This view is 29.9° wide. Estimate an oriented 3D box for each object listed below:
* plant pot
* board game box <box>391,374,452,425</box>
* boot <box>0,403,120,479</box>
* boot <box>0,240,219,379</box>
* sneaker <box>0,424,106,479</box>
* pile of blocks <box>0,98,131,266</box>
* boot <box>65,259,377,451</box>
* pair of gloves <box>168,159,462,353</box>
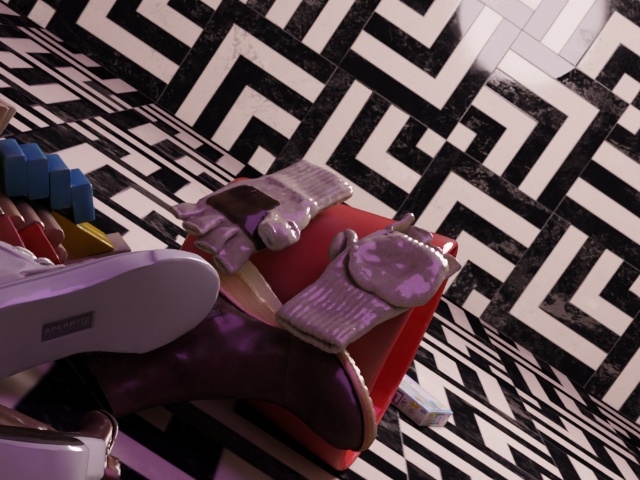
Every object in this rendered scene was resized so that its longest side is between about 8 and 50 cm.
[{"bbox_3d":[-0.020,0.070,1.269,0.243,0.275,0.275,26,6,12],"label":"plant pot"},{"bbox_3d":[0.108,0.208,1.713,0.154,0.026,0.103,38,8,25],"label":"board game box"},{"bbox_3d":[-0.203,0.134,0.861,0.114,0.037,0.106,26,8,-24],"label":"boot"},{"bbox_3d":[-0.213,0.034,0.970,0.258,0.095,0.123,-9,34,-44],"label":"boot"},{"bbox_3d":[-0.178,0.160,0.655,0.106,0.123,0.290,8,-8,-7],"label":"sneaker"},{"bbox_3d":[-0.296,-0.039,1.098,0.362,0.149,0.112,29,9,-38],"label":"pile of blocks"},{"bbox_3d":[-0.093,0.123,1.054,0.207,0.090,0.248,-21,53,-35],"label":"boot"},{"bbox_3d":[0.000,0.000,1.129,0.204,0.042,0.240,-25,48,-39],"label":"pair of gloves"}]
